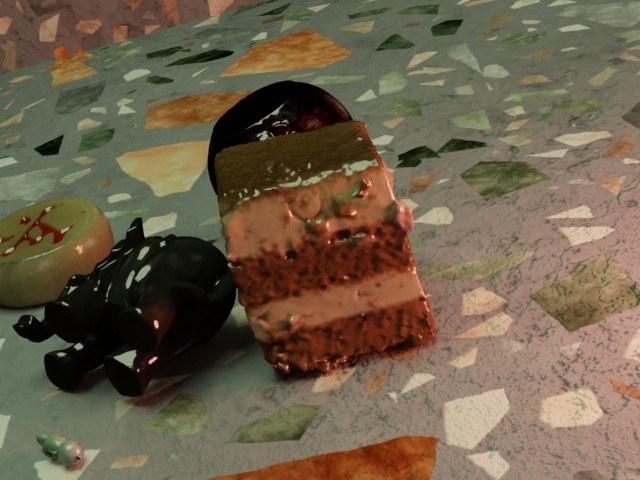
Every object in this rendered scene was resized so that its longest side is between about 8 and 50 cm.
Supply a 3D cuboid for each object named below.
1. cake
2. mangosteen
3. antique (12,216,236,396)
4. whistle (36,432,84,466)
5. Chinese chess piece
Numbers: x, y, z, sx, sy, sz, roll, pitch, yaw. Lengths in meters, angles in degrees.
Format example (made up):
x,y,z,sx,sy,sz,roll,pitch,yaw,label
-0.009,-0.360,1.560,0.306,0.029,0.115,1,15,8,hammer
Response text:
x,y,z,sx,sy,sz,roll,pitch,yaw,label
0.000,0.000,1.656,0.256,0.290,0.282,-14,22,-1,cake
-0.064,-0.149,2.052,0.288,0.233,0.287,-31,25,17,mangosteen
-0.263,0.093,1.721,0.322,0.185,0.255,-3,32,36,antique
-0.345,0.274,1.560,0.100,0.035,0.035,11,35,44,whistle
-0.488,0.021,2.081,0.250,0.103,0.249,-12,28,6,Chinese chess piece
